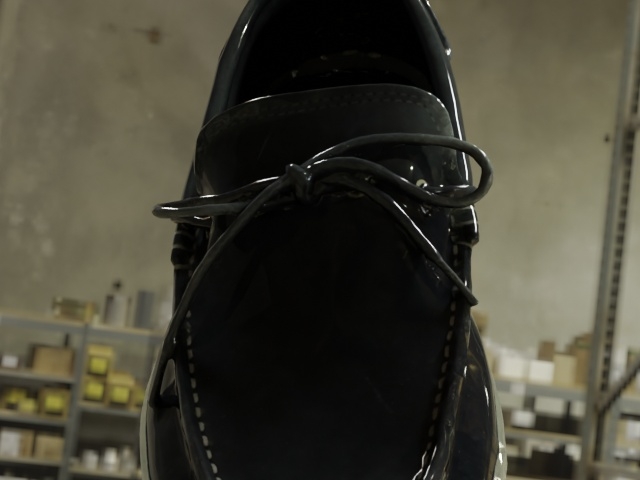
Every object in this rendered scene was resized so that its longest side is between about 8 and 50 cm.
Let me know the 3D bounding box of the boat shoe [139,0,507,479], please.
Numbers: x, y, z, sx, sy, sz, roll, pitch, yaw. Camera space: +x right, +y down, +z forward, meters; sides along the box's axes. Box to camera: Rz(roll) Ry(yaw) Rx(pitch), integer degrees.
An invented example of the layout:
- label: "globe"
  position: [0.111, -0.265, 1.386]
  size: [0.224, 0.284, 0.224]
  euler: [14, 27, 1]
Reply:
- label: "boat shoe"
  position: [0.000, 0.000, 0.743]
  size: [0.187, 0.156, 0.500]
  euler: [-3, 38, 7]
